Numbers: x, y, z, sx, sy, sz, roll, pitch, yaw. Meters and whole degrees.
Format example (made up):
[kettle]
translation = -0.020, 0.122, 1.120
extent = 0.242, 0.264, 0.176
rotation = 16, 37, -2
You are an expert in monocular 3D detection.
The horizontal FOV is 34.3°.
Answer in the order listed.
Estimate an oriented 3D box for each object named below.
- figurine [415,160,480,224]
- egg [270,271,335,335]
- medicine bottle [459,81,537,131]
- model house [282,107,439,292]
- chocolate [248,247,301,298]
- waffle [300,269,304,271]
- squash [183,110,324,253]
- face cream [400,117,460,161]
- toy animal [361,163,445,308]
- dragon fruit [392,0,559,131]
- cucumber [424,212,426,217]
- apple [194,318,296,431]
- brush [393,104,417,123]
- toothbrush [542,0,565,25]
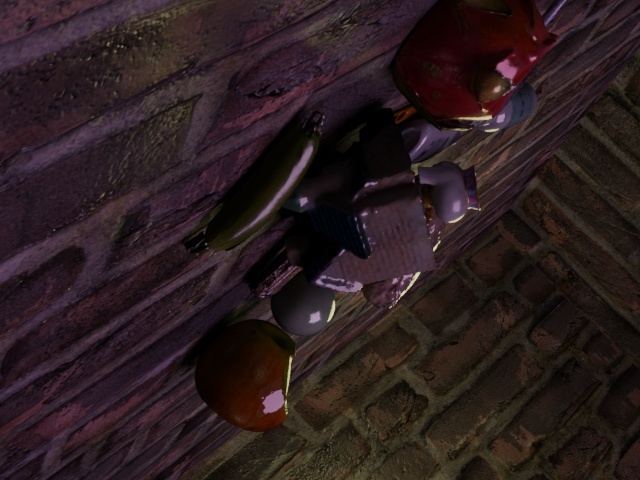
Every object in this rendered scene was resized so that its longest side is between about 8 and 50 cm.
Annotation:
[figurine]
translation = 0.215, -0.094, 2.276
extent = 0.263, 0.142, 0.189
rotation = -9, 138, 10
[egg]
translation = -0.039, 0.142, 2.381
extent = 0.149, 0.149, 0.192
rotation = -47, -176, 11
[medicine bottle]
translation = 0.397, -0.307, 2.398
extent = 0.110, 0.110, 0.352
rotation = -51, 166, 28
[model house]
translation = 0.056, -0.057, 1.940
extent = 0.284, 0.243, 0.298
rotation = -19, 139, 2
[chocolate]
translation = -0.017, 0.005, 2.152
extent = 0.329, 0.065, 0.102
rotation = -43, -169, 5
[waffle]
translation = 0.003, -0.001, 2.308
extent = 0.191, 0.038, 0.191
rotation = -41, 167, -12
[squash]
translation = -0.092, -0.082, 1.676
extent = 0.318, 0.080, 0.071
rotation = -46, -154, 13
[face cream]
translation = 0.230, -0.218, 2.235
extent = 0.144, 0.071, 0.291
rotation = -40, 170, 30
[toy animal]
translation = 0.185, -0.023, 2.467
extent = 0.358, 0.188, 0.226
rotation = -57, -160, 2
[dragon fruit]
translation = 0.282, -0.314, 1.824
extent = 0.290, 0.189, 0.290
rotation = -41, 167, -12
[cucumber]
translation = 0.117, -0.017, 2.202
extent = 0.193, 0.115, 0.086
rotation = -30, -139, 35
[apple]
translation = -0.151, 0.297, 2.326
extent = 0.226, 0.246, 0.246
rotation = -53, 167, 4
[brush]
translation = 0.219, -0.282, 2.140
extent = 0.314, 0.017, 0.090
rotation = -30, 159, -47
[toothbrush]
translation = 0.537, -0.536, 2.302
extent = 0.269, 0.021, 0.027
rotation = -50, 161, 29
